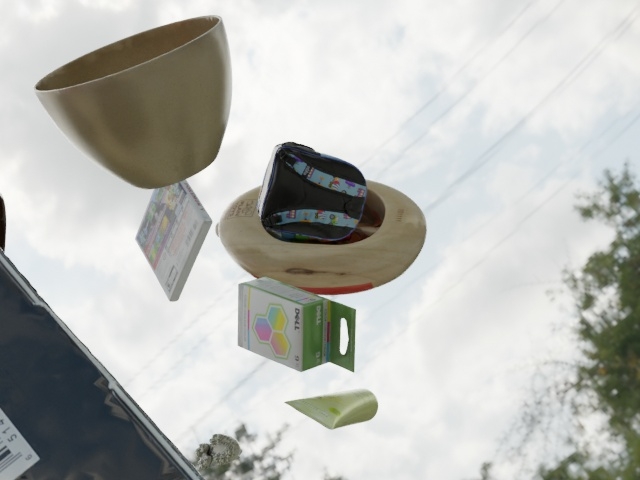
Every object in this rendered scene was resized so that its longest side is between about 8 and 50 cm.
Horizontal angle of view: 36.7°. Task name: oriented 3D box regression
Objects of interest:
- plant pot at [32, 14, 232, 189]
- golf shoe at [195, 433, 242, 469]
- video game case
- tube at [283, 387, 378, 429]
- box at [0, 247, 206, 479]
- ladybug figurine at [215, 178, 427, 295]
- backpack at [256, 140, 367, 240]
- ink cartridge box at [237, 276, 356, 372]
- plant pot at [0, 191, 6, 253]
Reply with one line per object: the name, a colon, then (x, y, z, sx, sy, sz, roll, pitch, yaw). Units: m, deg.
plant pot: (-0.244, -0.186, 1.401, 0.284, 0.284, 0.191, -24, -67, -11)
golf shoe: (-0.202, 0.452, 2.091, 0.086, 0.069, 0.176, -2, -15, -32)
video game case: (-0.280, -0.019, 1.815, 0.023, 0.183, 0.201, -2, -47, -38)
tube: (0.030, 0.287, 1.635, 0.070, 0.062, 0.240, -19, -13, 23)
box: (-0.303, 0.301, 0.988, 0.297, 0.480, 0.472, -38, -29, -20)
ladybug figurine: (0.000, 0.000, 2.026, 0.449, 0.305, 0.162, 5, -45, 13)
backpack: (-0.013, -0.083, 1.685, 0.173, 0.117, 0.158, 12, -81, -11)
ink cartridge box: (-0.041, 0.136, 1.502, 0.062, 0.209, 0.109, -13, -69, -43)
plant pot: (-0.533, 0.008, 1.329, 0.165, 0.167, 0.167, 5, -47, -9)
